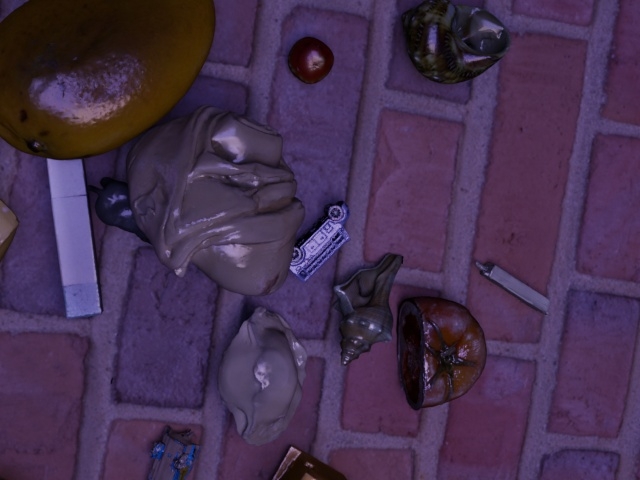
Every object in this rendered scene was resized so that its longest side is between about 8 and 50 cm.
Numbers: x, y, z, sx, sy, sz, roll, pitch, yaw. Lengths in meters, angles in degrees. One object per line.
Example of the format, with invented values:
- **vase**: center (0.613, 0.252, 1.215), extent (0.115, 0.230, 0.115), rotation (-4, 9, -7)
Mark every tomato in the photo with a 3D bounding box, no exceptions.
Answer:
- **tomato**: center (-0.018, -0.335, 1.693), extent (0.087, 0.075, 0.087), rotation (-2, 100, -10)
- **tomato**: center (0.239, 0.210, 1.746), extent (0.155, 0.181, 0.214), rotation (-4, 100, -16)

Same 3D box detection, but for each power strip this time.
- **power strip**: center (0.386, 0.092, 1.822), extent (0.191, 0.047, 0.030), rotation (33, 85, -12)

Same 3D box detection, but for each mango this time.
- **mango**: center (-0.370, -0.318, 1.560), extent (0.301, 0.220, 0.445), rotation (44, 69, 11)

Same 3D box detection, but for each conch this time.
- **conch**: center (0.075, 0.133, 1.749), extent (0.137, 0.114, 0.233), rotation (15, 57, -21)
- **conch**: center (0.242, -0.381, 1.715), extent (0.187, 0.124, 0.181), rotation (-36, 92, -28)

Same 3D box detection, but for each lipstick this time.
- **lipstick**: center (-0.447, -0.021, 1.651), extent (0.068, 0.066, 0.317), rotation (-6, 97, -9)

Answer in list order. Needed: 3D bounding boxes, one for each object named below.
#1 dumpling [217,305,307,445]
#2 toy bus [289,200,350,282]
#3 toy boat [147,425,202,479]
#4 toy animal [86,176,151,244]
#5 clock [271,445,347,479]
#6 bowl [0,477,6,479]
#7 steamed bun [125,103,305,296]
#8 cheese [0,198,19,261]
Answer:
- **dumpling**: center (-0.098, 0.255, 1.710), extent (0.193, 0.147, 0.258), rotation (12, 80, -51)
- **toy bus**: center (0.000, 0.000, 1.732), extent (0.167, 0.073, 0.076), rotation (-45, 99, -1)
- **toy boat**: center (-0.296, 0.456, 1.733), extent (0.084, 0.066, 0.210), rotation (25, 102, 21)
- **toy animal**: center (-0.300, -0.030, 1.642), extent (0.270, 0.137, 0.082), rotation (29, 87, -14)
- **clock**: center (-0.055, 0.574, 1.691), extent (0.200, 0.244, 0.317), rotation (38, 87, -7)
- **bowl**: center (-0.622, 0.518, 1.652), extent (0.211, 0.112, 0.211), rotation (-1, 96, -11)
- **steamed bun**: center (-0.158, -0.090, 1.547), extent (0.310, 0.324, 0.219), rotation (19, 130, -32)
- **cheese**: center (-0.695, -0.020, 1.562), extent (0.316, 0.128, 0.259), rotation (32, 103, -8)
